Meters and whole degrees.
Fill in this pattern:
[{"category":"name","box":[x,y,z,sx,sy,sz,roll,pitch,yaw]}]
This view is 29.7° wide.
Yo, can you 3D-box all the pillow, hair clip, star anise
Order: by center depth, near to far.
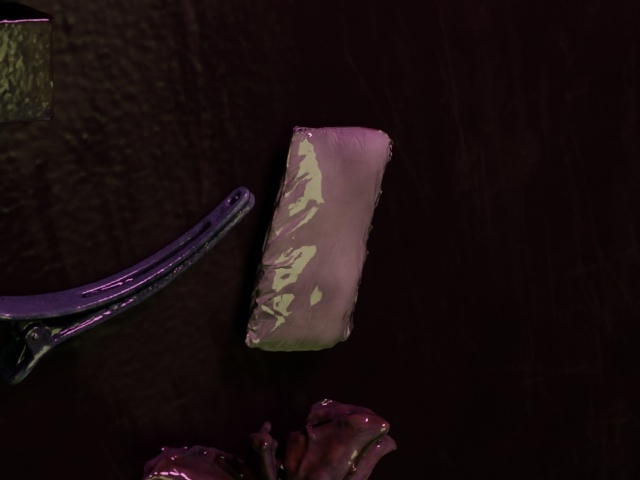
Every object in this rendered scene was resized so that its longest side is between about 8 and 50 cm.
[{"category":"hair clip","box":[-0.170,0.029,1.067,0.275,0.048,0.083,-30,123,-29]},{"category":"pillow","box":[0.000,0.000,1.169,0.128,0.051,0.229,4,105,-40]},{"category":"star anise","box":[-0.042,0.228,1.197,0.258,0.110,0.198,-21,147,-11]}]

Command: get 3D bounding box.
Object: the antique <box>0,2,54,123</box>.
[{"category":"antique","box":[-0.308,-0.124,0.868,0.221,0.081,0.080,-10,113,-33]}]
